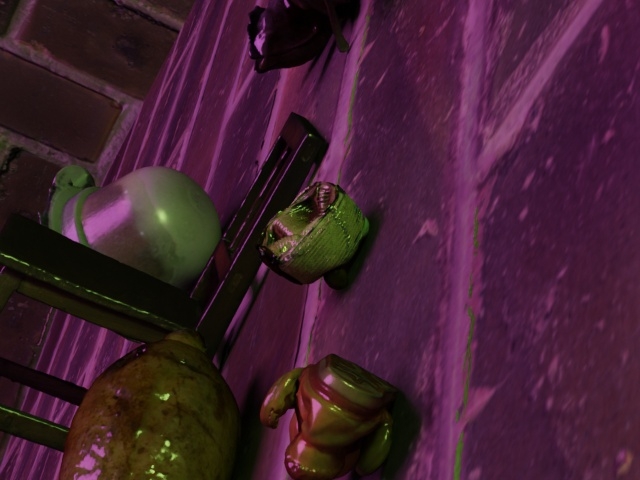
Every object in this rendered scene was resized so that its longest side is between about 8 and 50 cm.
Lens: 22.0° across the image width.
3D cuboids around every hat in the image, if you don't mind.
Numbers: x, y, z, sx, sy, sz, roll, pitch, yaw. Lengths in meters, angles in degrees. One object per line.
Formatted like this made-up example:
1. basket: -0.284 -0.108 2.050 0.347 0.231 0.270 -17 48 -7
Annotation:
1. hat: 0.000 0.001 1.169 0.076 0.059 0.077 -50 17 -1

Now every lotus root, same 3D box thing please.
1. lotus root: -0.127 0.166 1.228 0.145 0.128 0.260 112 175 -46

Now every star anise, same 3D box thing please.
1. star anise: -0.014 -0.260 1.672 0.229 0.093 0.236 -59 15 27

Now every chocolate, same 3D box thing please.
1. chocolate: -0.185 -0.012 1.775 0.147 0.221 0.221 -39 20 17

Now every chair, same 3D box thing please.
1. chair: -0.198 0.035 1.527 0.203 0.241 0.416 -122 56 -79

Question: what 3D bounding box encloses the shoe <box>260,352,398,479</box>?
1. shoe: 0.004 0.099 0.907 0.069 0.072 0.109 -61 11 -3

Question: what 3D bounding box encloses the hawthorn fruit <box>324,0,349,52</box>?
1. hawthorn fruit: -0.008 -0.344 1.439 0.263 0.235 0.231 -49 -9 12
